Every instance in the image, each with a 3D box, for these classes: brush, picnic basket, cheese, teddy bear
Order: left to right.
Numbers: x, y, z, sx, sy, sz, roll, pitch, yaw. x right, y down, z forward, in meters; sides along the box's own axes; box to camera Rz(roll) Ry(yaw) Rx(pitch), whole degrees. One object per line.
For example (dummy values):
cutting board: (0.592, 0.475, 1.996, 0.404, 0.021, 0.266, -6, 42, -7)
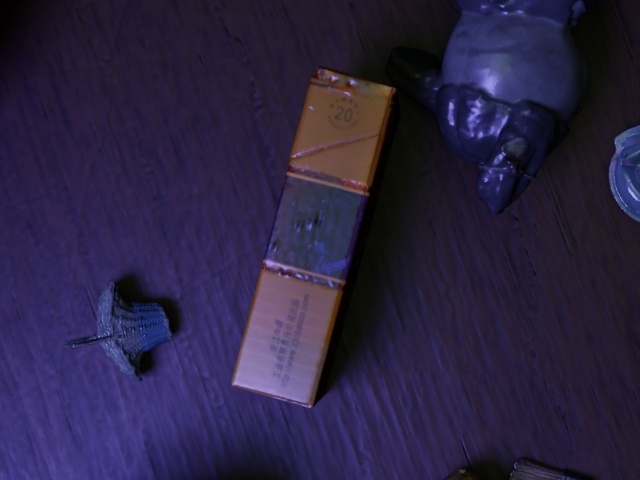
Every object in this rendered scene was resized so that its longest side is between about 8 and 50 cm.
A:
picnic basket: (-0.162, 0.074, 1.180, 0.083, 0.065, 0.083, -18, 95, -19)
teddy bear: (0.142, -0.158, 1.141, 0.171, 0.144, 0.251, 27, 107, 39)
brush: (0.227, 0.213, 1.167, 0.170, 0.014, 0.043, 16, 90, 4)
cheese: (0.267, -0.033, 1.169, 0.067, 0.026, 0.121, -25, 86, 3)

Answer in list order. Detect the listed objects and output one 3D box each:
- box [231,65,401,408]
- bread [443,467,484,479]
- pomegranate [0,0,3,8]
box: (0.001, 0.000, 1.124, 0.070, 0.152, 0.237, 13, 89, 4)
bread: (0.067, 0.258, 1.078, 0.094, 0.245, 0.102, 45, 131, 9)
pomegranate: (-0.393, -0.189, 1.087, 0.322, 0.322, 0.322, 0, 87, 4)
